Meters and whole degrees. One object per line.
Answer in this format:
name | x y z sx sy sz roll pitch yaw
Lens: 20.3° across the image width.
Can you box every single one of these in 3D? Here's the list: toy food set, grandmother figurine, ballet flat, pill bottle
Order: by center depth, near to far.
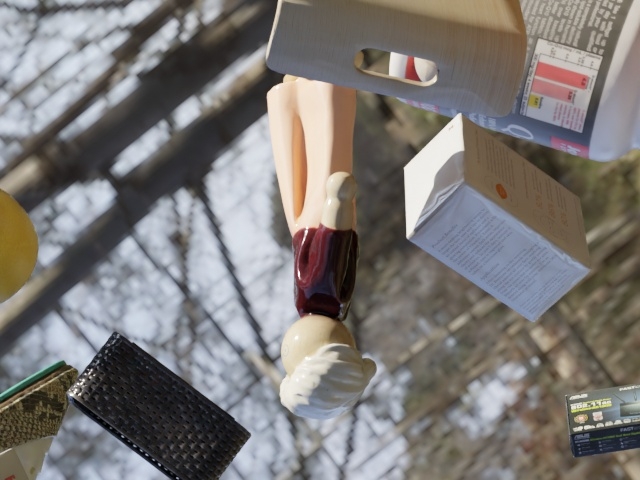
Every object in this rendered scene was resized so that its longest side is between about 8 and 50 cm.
toy food set | 0.052 -0.236 1.591 0.219 0.092 0.306 10 -139 -14
grandmother figurine | 0.000 0.000 1.675 0.208 0.104 0.342 73 -163 -71
pill bottle | 0.279 -0.210 2.053 0.363 0.210 0.210 18 -179 13
ballet flat | -0.504 0.318 2.423 0.483 0.164 0.182 -20 -103 -42

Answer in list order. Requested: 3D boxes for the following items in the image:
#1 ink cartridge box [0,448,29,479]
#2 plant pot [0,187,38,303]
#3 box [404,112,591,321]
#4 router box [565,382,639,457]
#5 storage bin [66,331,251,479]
ink cartridge box | -0.411 0.473 2.099 0.279 0.160 0.385 -22 -96 -61
plant pot | -0.345 -0.011 1.722 0.134 0.134 0.095 56 164 24
box | 0.177 -0.023 1.807 0.170 0.091 0.130 33 -150 -20
router box | 0.368 0.221 2.216 0.092 0.122 0.038 -82 -19 -63
storage bin | -0.170 0.186 1.877 0.180 0.084 0.122 36 167 1
